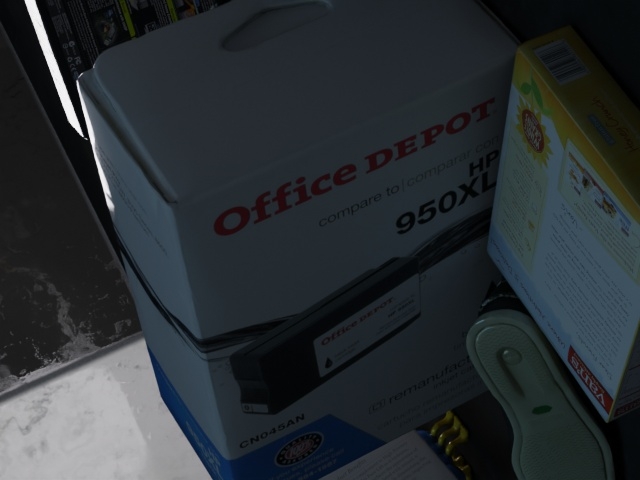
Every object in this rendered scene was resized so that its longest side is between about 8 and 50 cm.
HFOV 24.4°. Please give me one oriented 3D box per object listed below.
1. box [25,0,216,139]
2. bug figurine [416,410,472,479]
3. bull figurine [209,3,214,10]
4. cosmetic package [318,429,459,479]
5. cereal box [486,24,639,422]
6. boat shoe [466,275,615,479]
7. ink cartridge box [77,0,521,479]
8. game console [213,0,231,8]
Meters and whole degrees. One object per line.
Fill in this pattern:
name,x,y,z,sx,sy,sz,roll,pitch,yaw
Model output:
box,-0.205,-0.271,1.594,0.060,0.216,0.270,40,151,55
bug figurine,0.085,0.134,1.499,0.216,0.072,0.279,50,159,45
bull figurine,-0.045,-0.243,1.317,0.310,0.101,0.188,88,158,-50
cosmetic package,0.030,0.209,1.456,0.231,0.117,0.085,49,163,30
cereal box,0.182,-0.004,1.004,0.173,0.047,0.240,58,164,29
boat shoe,0.186,0.130,1.185,0.233,0.084,0.079,65,-153,-28
ink cartridge box,0.000,0.000,1.170,0.166,0.285,0.395,52,160,37
game console,-0.009,-0.174,1.214,0.071,0.107,0.122,52,-179,38
